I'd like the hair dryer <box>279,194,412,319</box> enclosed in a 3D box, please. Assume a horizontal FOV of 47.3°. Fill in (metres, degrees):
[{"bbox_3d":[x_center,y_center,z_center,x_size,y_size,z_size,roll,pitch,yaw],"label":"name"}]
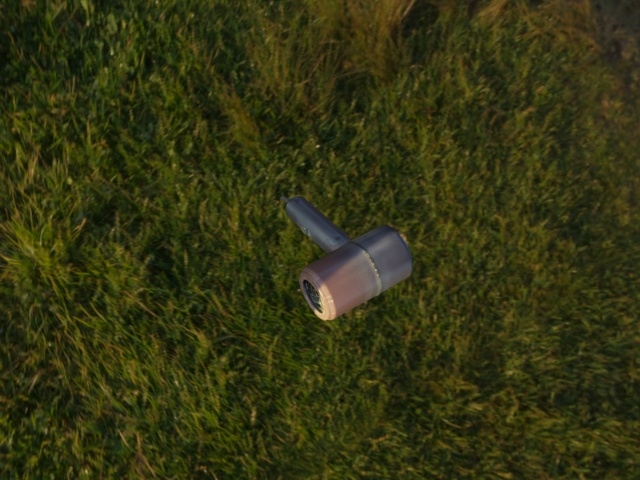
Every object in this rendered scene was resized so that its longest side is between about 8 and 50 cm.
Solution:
[{"bbox_3d":[0.000,0.000,0.471,0.063,0.114,0.037,-27,134,-20],"label":"hair dryer"}]
